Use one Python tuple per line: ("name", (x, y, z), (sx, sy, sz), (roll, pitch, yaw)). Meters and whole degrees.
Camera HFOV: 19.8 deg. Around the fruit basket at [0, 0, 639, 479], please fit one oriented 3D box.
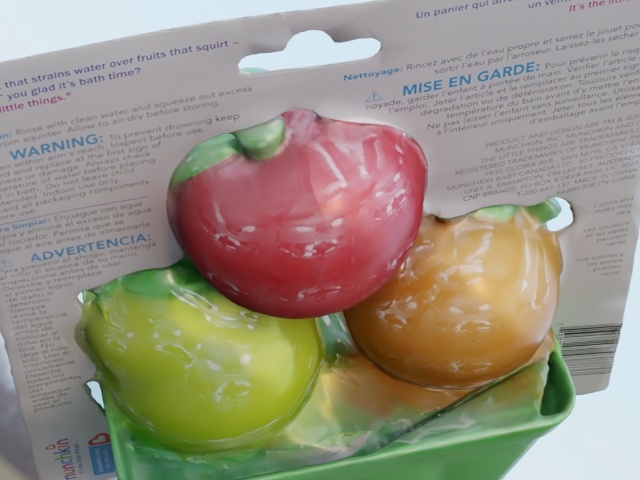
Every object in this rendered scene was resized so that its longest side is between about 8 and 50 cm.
("fruit basket", (0.000, 0.000, 0.895), (0.353, 0.327, 0.165), (86, -10, -48))
